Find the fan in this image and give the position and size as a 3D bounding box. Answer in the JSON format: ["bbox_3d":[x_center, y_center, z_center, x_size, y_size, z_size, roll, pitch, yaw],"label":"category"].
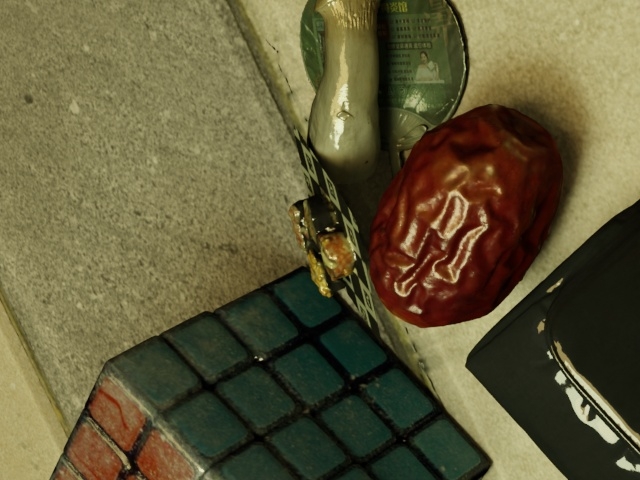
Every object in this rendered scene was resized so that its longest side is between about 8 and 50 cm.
[{"bbox_3d":[0.053,-0.165,1.793,0.223,0.012,0.294,34,126,26],"label":"fan"}]

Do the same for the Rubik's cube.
[{"bbox_3d":[-0.080,0.291,1.880,0.344,0.337,0.343,45,131,15],"label":"Rubik's cube"}]

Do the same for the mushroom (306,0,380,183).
[{"bbox_3d":[0.029,-0.172,1.749,0.081,0.092,0.223,0,117,-4],"label":"mushroom"}]

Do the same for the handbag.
[{"bbox_3d":[0.319,0.136,1.577,0.302,0.178,0.275,50,133,13],"label":"handbag"}]

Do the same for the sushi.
[{"bbox_3d":[0.000,0.000,1.782,0.210,0.040,0.192,-122,16,-52],"label":"sushi"}]

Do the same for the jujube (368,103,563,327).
[{"bbox_3d":[0.146,-0.020,1.665,0.174,0.174,0.250,45,125,17],"label":"jujube"}]
